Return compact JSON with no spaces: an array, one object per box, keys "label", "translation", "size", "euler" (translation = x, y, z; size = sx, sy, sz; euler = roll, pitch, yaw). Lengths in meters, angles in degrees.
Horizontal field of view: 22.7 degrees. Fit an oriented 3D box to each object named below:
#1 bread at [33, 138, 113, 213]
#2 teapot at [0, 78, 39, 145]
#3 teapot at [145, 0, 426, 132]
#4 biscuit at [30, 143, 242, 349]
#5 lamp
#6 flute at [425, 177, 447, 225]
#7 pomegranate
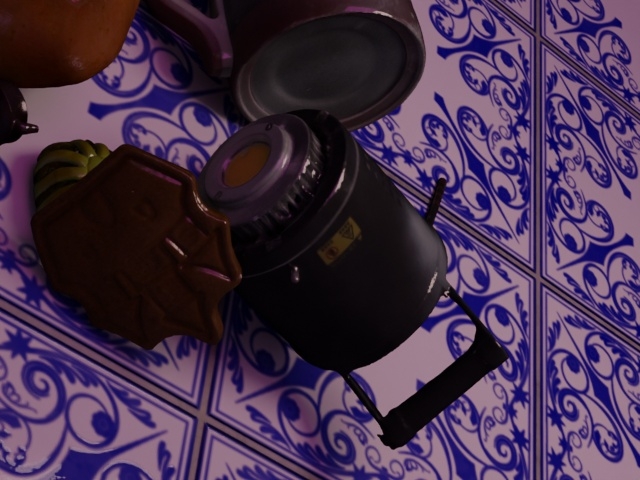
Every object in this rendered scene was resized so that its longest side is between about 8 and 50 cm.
[{"label":"bread","translation":[-0.229,-0.041,1.623],"size":[0.130,0.071,0.139],"euler":[5,59,-40]},{"label":"teapot","translation":[-0.323,-0.130,1.592],"size":[0.100,0.068,0.045],"euler":[30,26,24]},{"label":"teapot","translation":[-0.060,-0.307,1.918],"size":[0.314,0.233,0.312],"euler":[-3,54,-18]},{"label":"biscuit","translation":[-0.167,0.022,1.557],"size":[0.215,0.182,0.034],"euler":[49,15,-15]},{"label":"lamp","translation":[-0.003,0.003,1.676],"size":[0.374,0.205,0.272],"euler":[53,6,34]},{"label":"flute","translation":[0.129,0.002,2.026],"size":[0.014,0.014,0.269],"euler":[42,39,-17]},{"label":"pomegranate","translation":[-0.289,-0.252,1.619],"size":[0.209,0.209,0.209],"euler":[28,45,-32]}]
